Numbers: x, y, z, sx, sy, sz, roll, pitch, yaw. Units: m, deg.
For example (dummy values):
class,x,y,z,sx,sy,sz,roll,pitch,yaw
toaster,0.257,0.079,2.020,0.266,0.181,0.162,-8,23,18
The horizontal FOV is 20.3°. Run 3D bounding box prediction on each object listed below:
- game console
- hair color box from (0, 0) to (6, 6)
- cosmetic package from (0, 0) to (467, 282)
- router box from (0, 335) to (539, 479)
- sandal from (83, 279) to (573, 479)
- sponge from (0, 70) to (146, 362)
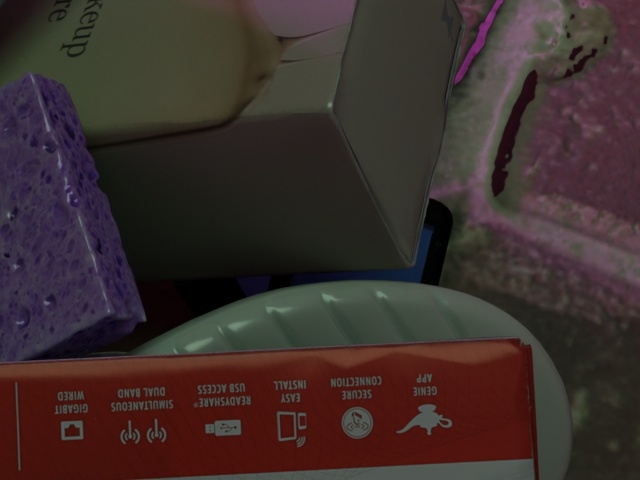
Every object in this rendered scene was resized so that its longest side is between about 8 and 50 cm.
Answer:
class,x,y,z,sx,sy,sz,roll,pitch,yaw
game console,0.000,0.000,0.909,0.085,0.124,0.144,-4,49,24
hair color box,-0.297,-0.053,0.775,0.185,0.113,0.374,21,69,48
cosmetic package,-0.101,-0.069,0.853,0.309,0.113,0.160,-5,49,23
router box,-0.083,0.194,0.655,0.335,0.082,0.301,-3,84,-5
sandal,-0.085,0.117,0.792,0.416,0.169,0.102,-17,17,-19
sponge,-0.181,0.026,0.759,0.210,0.031,0.117,-27,68,18
